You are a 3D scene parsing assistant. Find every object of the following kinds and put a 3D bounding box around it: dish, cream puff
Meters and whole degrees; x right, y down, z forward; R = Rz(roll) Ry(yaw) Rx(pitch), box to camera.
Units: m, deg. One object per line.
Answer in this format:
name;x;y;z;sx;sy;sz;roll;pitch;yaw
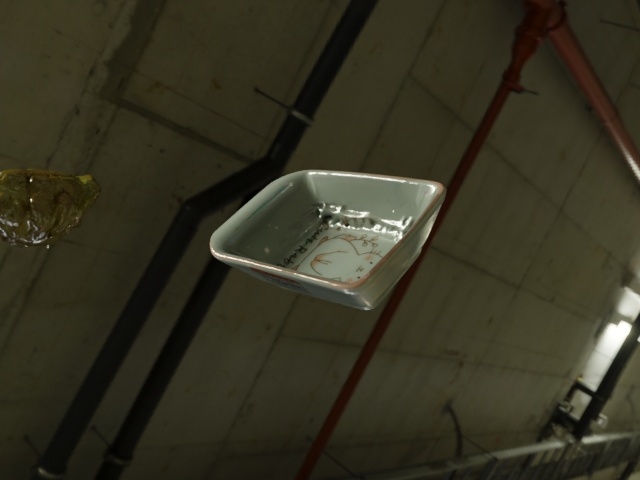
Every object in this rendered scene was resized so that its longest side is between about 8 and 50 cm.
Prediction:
dish;0.000;0.000;0.690;0.154;0.234;0.064;-46;-51;-31
cream puff;-0.204;-0.022;0.513;0.083;0.083;0.058;4;-82;-15
